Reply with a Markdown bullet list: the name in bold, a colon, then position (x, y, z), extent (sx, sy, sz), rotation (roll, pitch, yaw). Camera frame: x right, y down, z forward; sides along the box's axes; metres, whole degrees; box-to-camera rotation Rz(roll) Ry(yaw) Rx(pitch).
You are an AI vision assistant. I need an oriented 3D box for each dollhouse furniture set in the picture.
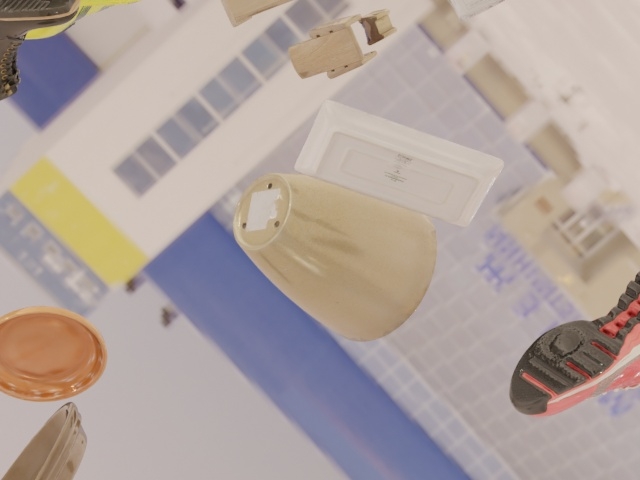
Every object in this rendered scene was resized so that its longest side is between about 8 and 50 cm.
- **dollhouse furniture set**: position (0.010, -0.425, 2.260), extent (0.303, 0.198, 0.286), rotation (-39, -70, -48)

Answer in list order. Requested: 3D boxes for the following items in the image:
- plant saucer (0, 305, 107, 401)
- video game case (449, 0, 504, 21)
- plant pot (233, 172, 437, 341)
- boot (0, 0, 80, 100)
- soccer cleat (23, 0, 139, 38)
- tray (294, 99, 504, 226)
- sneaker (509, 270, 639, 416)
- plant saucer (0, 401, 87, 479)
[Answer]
- **plant saucer**: position (-0.434, 0.172, 2.262), extent (0.200, 0.200, 0.037), rotation (42, -156, -35)
- **video game case**: position (0.183, -0.358, 1.534), extent (0.201, 0.183, 0.023), rotation (62, 178, 10)
- **plant pot**: position (0.000, 0.000, 2.299), extent (0.274, 0.256, 0.256), rotation (26, -158, -41)
- **boot**: position (-0.318, -0.205, 1.508), extent (0.077, 0.198, 0.137), rotation (-61, -36, -40)
- **soccer cleat**: position (-0.291, -0.289, 1.668), extent (0.121, 0.289, 0.093), rotation (38, -129, -58)
- **tray**: position (0.108, -0.098, 2.038), extent (0.270, 0.145, 0.030), rotation (18, -136, -8)
- **sneaker**: position (0.395, 0.157, 1.892), extent (0.116, 0.314, 0.136), rotation (45, 164, 55)
- **plant saucer**: position (-0.334, 0.300, 1.564), extent (0.041, 0.278, 0.278), rotation (35, -169, -12)
